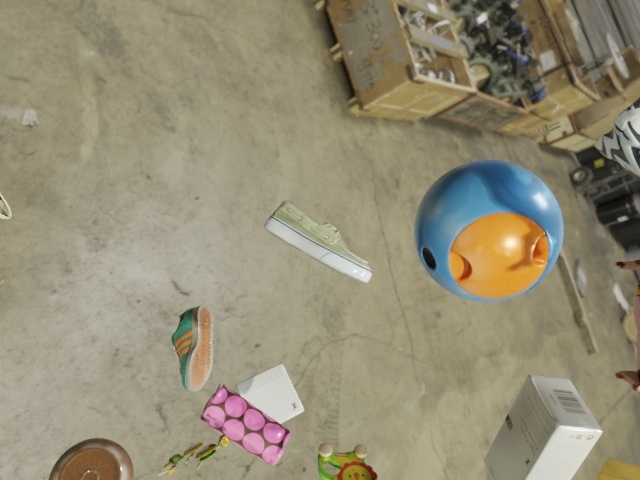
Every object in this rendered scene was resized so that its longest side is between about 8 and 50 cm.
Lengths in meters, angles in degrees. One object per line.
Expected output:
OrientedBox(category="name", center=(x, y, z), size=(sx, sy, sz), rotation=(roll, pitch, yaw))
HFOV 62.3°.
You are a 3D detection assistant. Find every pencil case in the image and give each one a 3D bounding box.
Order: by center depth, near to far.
OrientedBox(category="pencil case", center=(-0.168, 0.420, 1.215), size=(0.209, 0.095, 0.098), rotation=(34, 40, 4))

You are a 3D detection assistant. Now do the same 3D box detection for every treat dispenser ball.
OrientedBox(category="treat dispenser ball", center=(0.336, -0.019, 1.078), size=(0.288, 0.288, 0.288), rotation=(25, 54, -39))

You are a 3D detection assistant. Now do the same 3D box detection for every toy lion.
OrientedBox(category="toy lion", center=(0.046, 0.392, 0.893), size=(0.100, 0.034, 0.096), rotation=(4, 32, -4))

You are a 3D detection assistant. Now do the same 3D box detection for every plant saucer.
OrientedBox(category="plant saucer", center=(-0.566, 0.588, 1.304), size=(0.199, 0.036, 0.198), rotation=(7, 59, -11))

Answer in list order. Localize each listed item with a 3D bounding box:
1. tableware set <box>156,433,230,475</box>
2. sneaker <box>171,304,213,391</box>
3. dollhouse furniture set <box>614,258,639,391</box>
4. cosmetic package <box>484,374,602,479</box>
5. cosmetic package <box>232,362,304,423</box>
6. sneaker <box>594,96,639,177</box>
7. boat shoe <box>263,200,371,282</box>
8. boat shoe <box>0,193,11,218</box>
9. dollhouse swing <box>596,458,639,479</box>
OrientedBox(category="tableware set", center=(-0.265, 0.458, 1.130), size=(0.024, 0.154, 0.104), rotation=(63, 3, -1))
OrientedBox(category="sneaker", center=(-0.439, 0.369, 1.788), size=(0.108, 0.121, 0.302), rotation=(45, 35, -46))
OrientedBox(category="dollhouse furniture set", center=(0.519, 0.117, 0.696), size=(0.374, 0.152, 0.201), rotation=(21, 71, -74))
OrientedBox(category="cosmetic package", center=(0.368, 0.353, 0.903), size=(0.086, 0.231, 0.117), rotation=(9, 29, -9))
OrientedBox(category="cosmetic package", center=(-0.159, 0.472, 1.562), size=(0.151, 0.183, 0.151), rotation=(-22, 75, -21))
OrientedBox(category="sneaker", center=(0.647, -0.195, 1.032), size=(0.094, 0.235, 0.153), rotation=(-41, 74, -9))
OrientedBox(category="boat shoe", center=(0.000, 0.000, 1.291), size=(0.094, 0.302, 0.109), rotation=(-59, 165, -5))
OrientedBox(category="boat shoe", center=(-0.620, -0.088, 0.986), size=(0.043, 0.137, 0.049), rotation=(15, 52, 4))
OrientedBox(category="dollhouse swing", center=(0.589, 0.549, 1.039), size=(0.305, 0.315, 0.346), rotation=(-55, 155, -62))
